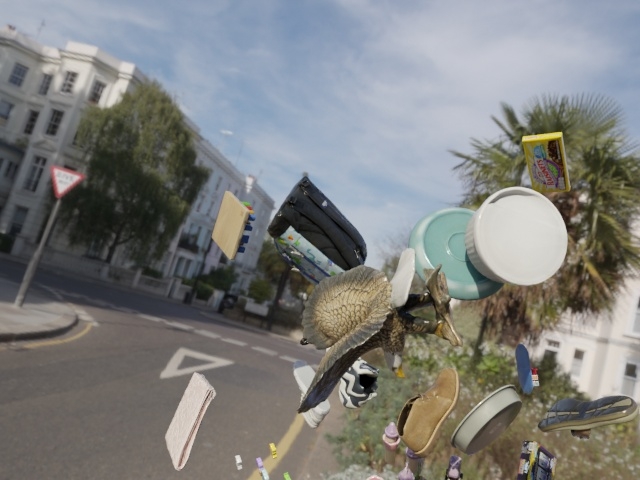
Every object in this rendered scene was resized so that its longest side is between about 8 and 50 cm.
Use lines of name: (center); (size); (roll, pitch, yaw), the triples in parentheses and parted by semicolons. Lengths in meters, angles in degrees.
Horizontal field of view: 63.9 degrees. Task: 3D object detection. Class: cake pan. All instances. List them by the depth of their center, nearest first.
cake pan: (0.557, 0.601, 1.700); (0.293, 0.293, 0.054); (25, 17, -49)

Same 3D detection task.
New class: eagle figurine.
eagle figurine: (0.080, 0.153, 0.873); (0.298, 0.225, 0.226); (-14, -11, 13)

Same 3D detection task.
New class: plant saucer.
plant saucer: (0.425, 0.026, 1.540); (0.317, 0.318, 0.044); (15, -28, 5)

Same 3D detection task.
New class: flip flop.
flip flop: (0.648, 0.440, 1.250); (0.080, 0.112, 0.277); (55, -37, 2)

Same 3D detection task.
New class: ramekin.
ramekin: (0.530, -0.003, 1.429); (0.272, 0.273, 0.127); (17, -13, -7)

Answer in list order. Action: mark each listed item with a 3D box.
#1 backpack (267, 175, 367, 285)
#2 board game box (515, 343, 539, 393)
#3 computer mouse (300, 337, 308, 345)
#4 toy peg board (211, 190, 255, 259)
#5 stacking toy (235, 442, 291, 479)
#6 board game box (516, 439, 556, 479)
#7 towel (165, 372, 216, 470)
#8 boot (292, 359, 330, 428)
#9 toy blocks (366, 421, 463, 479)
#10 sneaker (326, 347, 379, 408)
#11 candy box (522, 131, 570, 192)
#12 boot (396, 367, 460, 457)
backpack: (0.000, 0.000, 1.776); (0.355, 0.290, 0.273); (31, -51, -5)
board game box: (0.715, 0.440, 1.769); (0.033, 0.169, 0.133); (-3, -12, 1)
computer mouse: (-0.002, 0.335, 2.093); (0.071, 0.242, 0.041); (10, -47, 41)
toy peg board: (-0.248, -0.044, 1.564); (0.079, 0.161, 0.160); (7, 21, -37)
stacking toy: (-0.227, 0.904, 2.023); (0.166, 0.052, 0.221); (-11, 22, -22)
board game box: (0.695, 0.755, 1.653); (0.141, 0.170, 0.048); (41, -33, -26)
towel: (-0.529, 0.714, 2.075); (0.053, 0.317, 0.331); (27, -12, -19)
boot: (-0.058, 0.599, 1.996); (0.095, 0.123, 0.258); (8, 32, -34)
toy blocks: (0.342, 0.794, 1.808); (0.308, 0.260, 0.288); (9, 27, 19)
sneaker: (0.103, 0.353, 1.468); (0.094, 0.235, 0.153); (6, -26, -34)
candy box: (0.663, -0.223, 1.505); (0.105, 0.027, 0.206); (1, -43, 35)
boot: (0.337, 0.502, 1.586); (0.115, 0.305, 0.112); (42, -34, -7)
